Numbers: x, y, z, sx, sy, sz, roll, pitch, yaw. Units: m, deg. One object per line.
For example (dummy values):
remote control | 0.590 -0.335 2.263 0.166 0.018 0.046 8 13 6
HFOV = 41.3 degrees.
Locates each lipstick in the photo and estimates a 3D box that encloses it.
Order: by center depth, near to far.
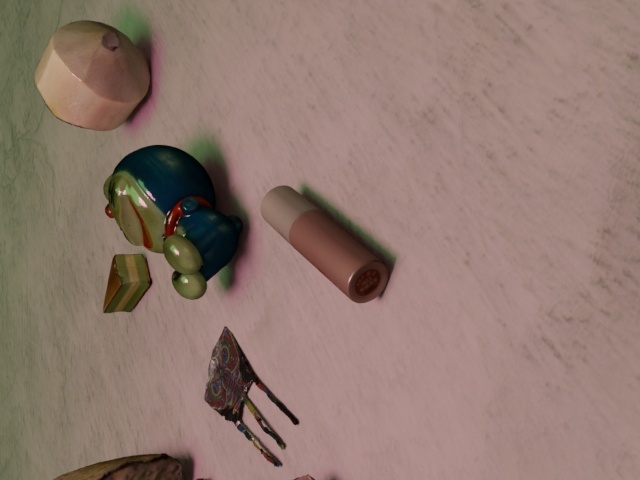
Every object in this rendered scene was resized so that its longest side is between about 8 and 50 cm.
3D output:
lipstick | 0.000 0.000 1.252 0.254 0.070 0.070 41 118 47

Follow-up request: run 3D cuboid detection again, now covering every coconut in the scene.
coconut | -0.478 -0.353 1.806 0.241 0.241 0.241 -8 80 52

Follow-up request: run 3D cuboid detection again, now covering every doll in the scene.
doll | -0.262 -0.049 1.516 0.322 0.186 0.198 45 154 26

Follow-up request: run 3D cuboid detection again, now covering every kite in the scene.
kite | -0.128 0.269 1.438 0.285 0.015 0.152 34 114 49

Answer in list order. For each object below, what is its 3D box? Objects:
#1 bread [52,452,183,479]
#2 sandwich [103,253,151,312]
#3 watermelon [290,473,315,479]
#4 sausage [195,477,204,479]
bread | -0.413 0.558 1.600 0.264 0.239 0.395 13 94 53
sandwich | -0.415 0.091 1.787 0.116 0.074 0.074 -49 52 40
watermelon | -0.020 0.435 1.157 0.318 0.148 0.226 -1 52 37
sausage | -0.189 0.542 1.441 0.103 0.076 0.302 -59 43 42
